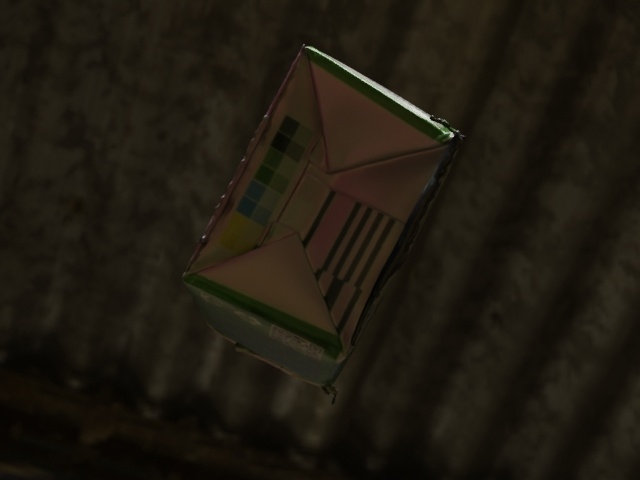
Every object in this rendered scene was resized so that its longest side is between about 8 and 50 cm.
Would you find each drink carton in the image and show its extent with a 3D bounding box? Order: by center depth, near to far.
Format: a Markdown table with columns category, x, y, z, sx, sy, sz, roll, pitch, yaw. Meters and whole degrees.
| category | x | y | z | sx | sy | sz | roll | pitch | yaw |
| --- | --- | --- | --- | --- | --- | --- | --- | --- | --- |
| drink carton | 0.000 | 0.000 | 1.096 | 0.108 | 0.271 | 0.161 | 28 | -97 | 4 |
